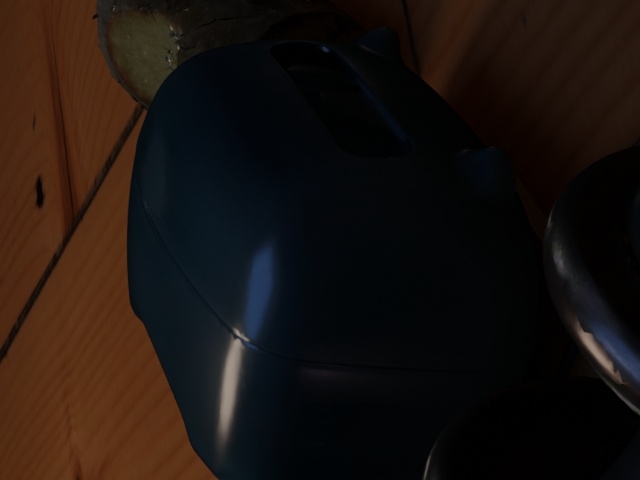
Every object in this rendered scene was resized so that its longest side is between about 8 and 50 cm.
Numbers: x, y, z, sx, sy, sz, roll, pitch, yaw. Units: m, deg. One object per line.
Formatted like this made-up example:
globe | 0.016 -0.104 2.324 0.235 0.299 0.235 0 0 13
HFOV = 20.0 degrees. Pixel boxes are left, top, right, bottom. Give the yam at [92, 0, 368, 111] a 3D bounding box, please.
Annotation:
yam | -0.054 -0.128 1.294 0.254 0.154 0.154 31 115 57

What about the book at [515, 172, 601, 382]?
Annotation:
book | 0.120 0.089 1.024 0.241 0.018 0.170 -119 39 -51

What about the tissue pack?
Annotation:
tissue pack | 0.000 0.000 1.039 0.287 0.198 0.206 -122 40 -59

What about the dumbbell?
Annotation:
dumbbell | 0.153 0.080 0.734 0.192 0.192 0.290 -111 34 -44
